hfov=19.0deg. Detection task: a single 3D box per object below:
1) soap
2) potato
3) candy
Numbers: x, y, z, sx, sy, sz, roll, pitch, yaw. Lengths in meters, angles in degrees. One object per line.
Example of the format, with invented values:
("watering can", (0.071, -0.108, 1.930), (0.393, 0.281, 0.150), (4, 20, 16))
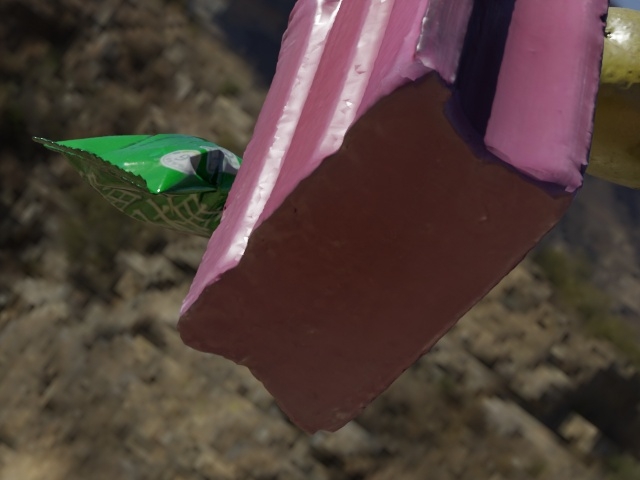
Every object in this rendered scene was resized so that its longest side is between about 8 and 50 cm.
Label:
("soap", (0.054, -0.087, 1.144), (0.128, 0.233, 0.359), (35, 35, -13))
("potato", (0.218, -0.117, 1.557), (0.194, 0.157, 0.157), (5, 0, 9))
("candy", (-0.109, -0.047, 1.510), (0.141, 0.078, 0.203), (4, -9, 45))
